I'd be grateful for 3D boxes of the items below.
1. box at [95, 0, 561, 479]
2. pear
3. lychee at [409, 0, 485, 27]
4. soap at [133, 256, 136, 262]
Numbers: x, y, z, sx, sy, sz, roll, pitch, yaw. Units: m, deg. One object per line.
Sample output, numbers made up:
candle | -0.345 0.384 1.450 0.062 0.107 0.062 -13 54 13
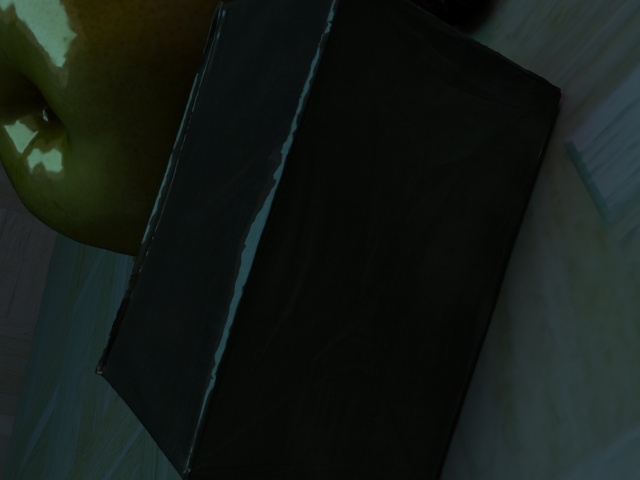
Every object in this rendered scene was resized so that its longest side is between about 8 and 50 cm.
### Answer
box | 0.000 0.000 0.405 0.149 0.155 0.231 18 89 59
pear | -0.120 -0.137 0.595 0.314 0.314 0.314 -46 35 45
lychee | 0.076 -0.174 0.474 0.067 0.068 0.083 106 168 -53
soap | -0.148 -0.053 0.868 0.233 0.076 0.135 -59 28 25
